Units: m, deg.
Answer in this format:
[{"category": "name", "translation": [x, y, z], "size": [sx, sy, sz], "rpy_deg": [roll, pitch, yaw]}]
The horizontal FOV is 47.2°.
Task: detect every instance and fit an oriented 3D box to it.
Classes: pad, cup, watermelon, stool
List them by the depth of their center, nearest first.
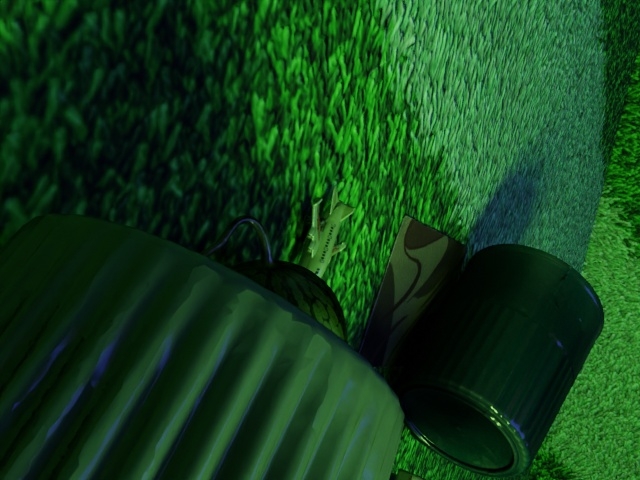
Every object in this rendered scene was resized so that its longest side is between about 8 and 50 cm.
[{"category": "stool", "translation": [-0.132, 0.187, 0.371], "size": [0.330, 0.297, 0.297], "rpy_deg": [-63, 152, -25]}, {"category": "watermelon", "translation": [-0.045, 0.070, 0.603], "size": [0.140, 0.140, 0.188], "rpy_deg": [-26, 123, -54]}, {"category": "pad", "translation": [0.149, 0.091, 1.117], "size": [0.330, 0.004, 0.220], "rpy_deg": [16, 92, -63]}, {"category": "cup", "translation": [0.257, 0.193, 1.174], "size": [0.242, 0.307, 0.292], "rpy_deg": [54, 54, -20]}]

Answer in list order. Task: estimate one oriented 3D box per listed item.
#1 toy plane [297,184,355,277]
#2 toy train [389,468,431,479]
[{"category": "toy plane", "translation": [0.000, 0.000, 0.747], "size": [0.111, 0.040, 0.102], "rpy_deg": [-61, 149, -17]}, {"category": "toy train", "translation": [0.108, 0.324, 0.831], "size": [0.299, 0.201, 0.131], "rpy_deg": [33, 70, -34]}]
